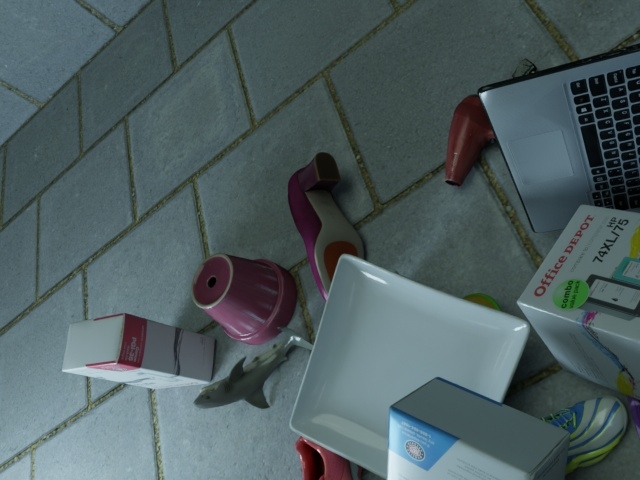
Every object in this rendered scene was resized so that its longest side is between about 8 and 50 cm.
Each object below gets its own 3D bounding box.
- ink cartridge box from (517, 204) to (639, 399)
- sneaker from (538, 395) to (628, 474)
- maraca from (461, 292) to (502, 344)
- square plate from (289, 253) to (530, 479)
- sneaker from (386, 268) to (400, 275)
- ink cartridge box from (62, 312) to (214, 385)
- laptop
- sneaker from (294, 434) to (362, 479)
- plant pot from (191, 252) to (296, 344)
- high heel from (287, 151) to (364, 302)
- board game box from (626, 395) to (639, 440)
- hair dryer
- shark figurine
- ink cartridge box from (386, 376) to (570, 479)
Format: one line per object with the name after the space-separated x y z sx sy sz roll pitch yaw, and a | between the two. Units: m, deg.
0.465 0.100 0.924 0.198 0.197 0.270 -52 34 -14 | ink cartridge box
0.349 0.309 1.012 0.240 0.126 0.091 -40 48 17 | sneaker
0.273 0.184 1.160 0.127 0.099 0.186 -21 65 51 | maraca
0.142 0.237 1.144 0.344 0.049 0.347 21 100 24 | square plate
0.162 0.164 1.281 0.115 0.090 0.232 -11 70 28 | sneaker
-0.417 0.266 1.558 0.207 0.283 0.117 -14 63 34 | ink cartridge box
0.466 -0.054 0.902 0.407 0.382 0.236 -10 55 25 | laptop
0.025 0.482 1.182 0.116 0.136 0.314 -39 49 18 | sneaker
-0.185 0.120 1.513 0.201 0.180 0.201 -18 58 31 | plant pot
0.000 0.000 1.505 0.181 0.127 0.377 136 136 -54 | high heel
0.610 0.234 0.893 0.346 0.056 0.208 -22 60 29 | board game box
0.354 -0.219 1.315 0.293 0.080 0.224 -41 49 16 | hair dryer
-0.127 0.302 1.451 0.278 0.166 0.116 -35 74 -2 | shark figurine
0.218 0.391 0.968 0.223 0.129 0.308 16 115 40 | ink cartridge box
